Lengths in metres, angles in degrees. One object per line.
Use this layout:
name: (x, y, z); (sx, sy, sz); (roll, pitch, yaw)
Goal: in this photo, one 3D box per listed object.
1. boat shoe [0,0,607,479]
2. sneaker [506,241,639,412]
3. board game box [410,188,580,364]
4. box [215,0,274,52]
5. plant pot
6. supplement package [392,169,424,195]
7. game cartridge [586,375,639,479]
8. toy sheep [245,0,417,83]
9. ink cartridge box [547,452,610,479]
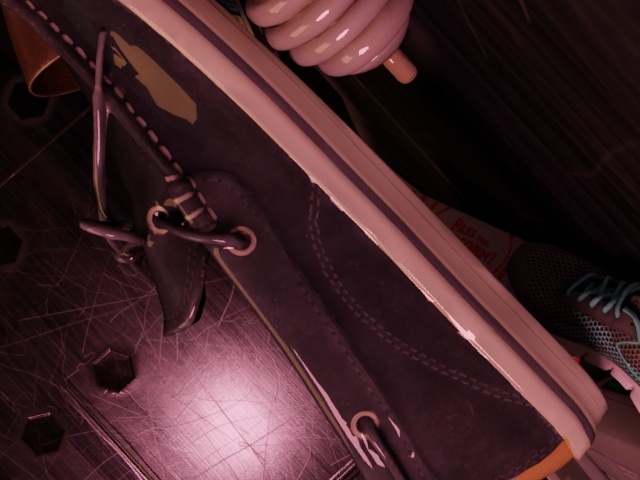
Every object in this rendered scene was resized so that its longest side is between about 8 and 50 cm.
boat shoe: (-0.056, -0.019, 0.491); (0.500, 0.156, 0.187); (45, 180, -2)
sneaker: (0.178, 0.044, 0.475); (0.166, 0.065, 0.076); (41, 156, 31)
board game box: (0.129, 0.053, 0.666); (0.147, 0.045, 0.193); (28, 160, 32)
box: (-0.121, -0.213, 0.544); (0.175, 0.051, 0.220); (17, 168, 11)
plant pot: (-0.330, -0.339, 1.081); (0.230, 0.215, 0.215); (63, 174, -2)
supplement package: (0.000, 0.000, 0.866); (0.293, 0.177, 0.175); (43, 173, 35)
game cartridge: (0.303, 0.202, 0.565); (0.230, 0.068, 0.355); (52, 175, -1)
toy sheep: (0.004, -0.127, 0.418); (0.132, 0.091, 0.091); (35, -179, -25)
ink cartridge box: (0.314, 0.254, 0.874); (0.232, 0.066, 0.189); (25, -165, -28)
